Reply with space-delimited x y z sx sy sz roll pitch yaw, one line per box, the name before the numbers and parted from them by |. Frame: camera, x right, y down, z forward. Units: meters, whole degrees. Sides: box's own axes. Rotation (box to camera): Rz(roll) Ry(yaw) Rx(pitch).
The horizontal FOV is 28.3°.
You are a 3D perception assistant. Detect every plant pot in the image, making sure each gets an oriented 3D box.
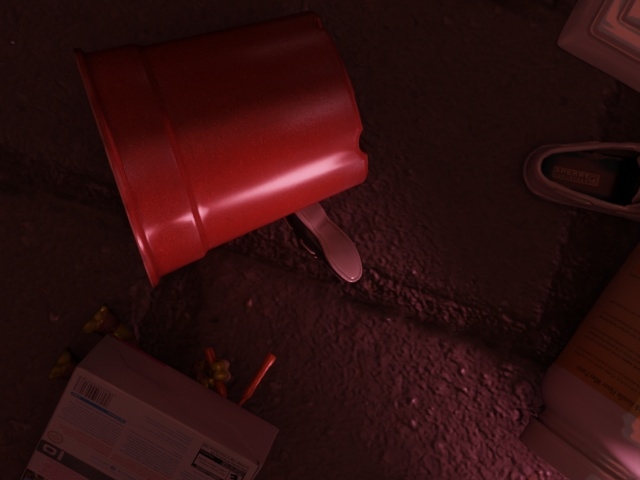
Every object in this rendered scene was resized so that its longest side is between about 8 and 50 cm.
plant pot | -0.102 -0.118 1.394 0.265 0.272 0.273 -18 91 -7

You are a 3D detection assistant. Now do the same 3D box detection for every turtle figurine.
turtle figurine | -0.189 0.168 1.465 0.217 0.087 0.269 39 114 -5

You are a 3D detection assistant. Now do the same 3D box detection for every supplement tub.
supplement tub | 0.386 0.147 1.395 0.228 0.228 0.316 35 91 0

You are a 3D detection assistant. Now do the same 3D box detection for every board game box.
board game box | -0.216 0.288 1.418 0.224 0.097 0.303 30 113 0

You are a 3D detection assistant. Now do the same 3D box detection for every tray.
tray | 0.405 -0.315 1.488 0.145 0.030 0.270 29 91 -1

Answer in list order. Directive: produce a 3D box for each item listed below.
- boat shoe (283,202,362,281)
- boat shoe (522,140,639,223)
boat shoe | 0.000 0.000 1.493 0.125 0.038 0.046 50 49 -6
boat shoe | 0.370 -0.070 1.462 0.267 0.088 0.096 12 91 1
